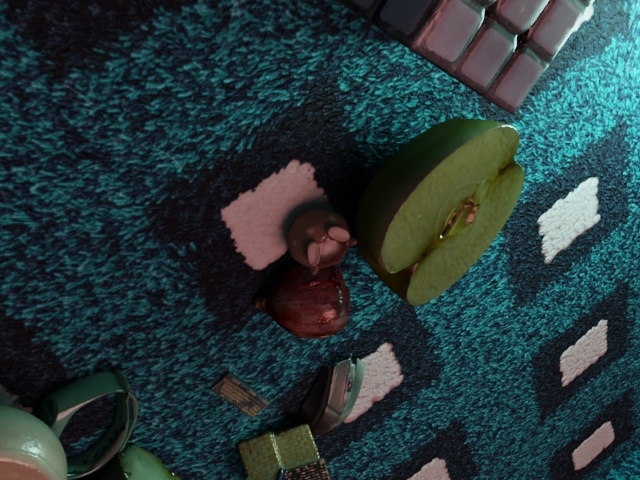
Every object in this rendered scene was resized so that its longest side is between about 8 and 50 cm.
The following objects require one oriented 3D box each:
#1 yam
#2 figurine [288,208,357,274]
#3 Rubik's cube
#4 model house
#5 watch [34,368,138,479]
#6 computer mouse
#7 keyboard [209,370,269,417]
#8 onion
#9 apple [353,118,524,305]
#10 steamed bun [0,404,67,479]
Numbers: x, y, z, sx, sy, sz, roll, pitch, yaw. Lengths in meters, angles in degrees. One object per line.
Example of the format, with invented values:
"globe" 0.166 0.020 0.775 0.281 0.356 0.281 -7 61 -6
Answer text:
"yam" -0.419 0.573 1.707 0.300 0.195 0.195 -48 140 1
"figurine" 0.000 0.000 1.633 0.125 0.138 0.125 -1 94 -10
"Rubik's cube" 0.214 -0.423 1.321 0.305 0.301 0.303 17 111 -45
"model house" -0.075 0.532 1.945 0.183 0.172 0.166 -21 134 -6
"watch" -0.433 0.341 1.592 0.195 0.068 0.237 11 116 -46
"computer mouse" 0.037 0.365 2.005 0.126 0.071 0.231 9 116 -44
"keyboard" -0.170 0.331 1.848 0.055 0.014 0.176 -41 139 0
"onion" -0.037 0.122 1.698 0.195 0.159 0.159 -6 133 0
"apple" 0.241 -0.060 1.668 0.312 0.320 0.360 44 83 -11
"steamed bun" -0.565 0.382 1.427 0.283 0.177 0.283 -12 129 -16
